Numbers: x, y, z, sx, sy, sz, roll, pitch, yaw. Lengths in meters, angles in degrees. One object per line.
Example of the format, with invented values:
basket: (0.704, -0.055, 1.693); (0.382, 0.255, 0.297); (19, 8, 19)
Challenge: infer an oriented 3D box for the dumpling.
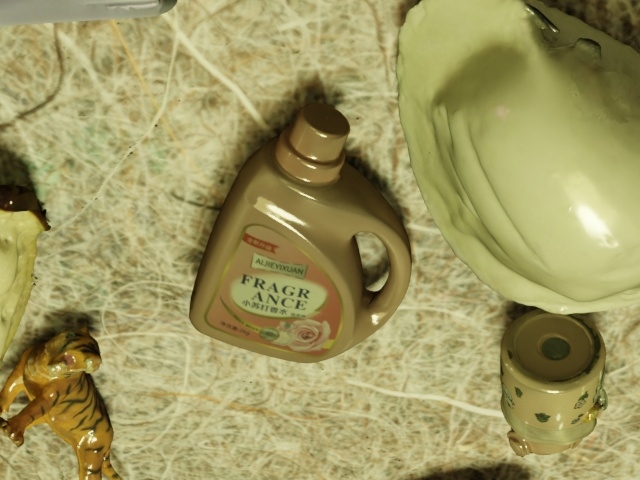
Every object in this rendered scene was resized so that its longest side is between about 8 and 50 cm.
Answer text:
dumpling: (0.160, -0.059, 0.908); (0.175, 0.243, 0.227); (-11, 169, -40)

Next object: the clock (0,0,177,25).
clock: (-0.150, -0.212, 0.740); (0.144, 0.193, 0.073); (-2, 135, 8)

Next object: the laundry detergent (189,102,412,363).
laundry detergent: (0.000, 0.000, 1.013); (0.171, 0.076, 0.237); (18, 131, -13)

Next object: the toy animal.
toy animal: (-0.239, 0.184, 1.210); (0.116, 0.114, 0.255); (-38, 139, -18)

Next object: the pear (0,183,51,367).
pear: (-0.367, 0.038, 1.023); (0.178, 0.267, 0.267); (27, 135, 13)

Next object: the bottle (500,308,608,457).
bottle: (0.208, 0.136, 1.114); (0.098, 0.099, 0.152); (-2, 140, 8)
